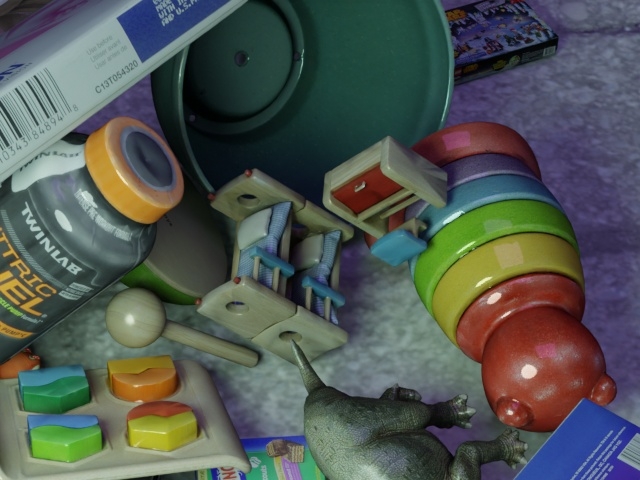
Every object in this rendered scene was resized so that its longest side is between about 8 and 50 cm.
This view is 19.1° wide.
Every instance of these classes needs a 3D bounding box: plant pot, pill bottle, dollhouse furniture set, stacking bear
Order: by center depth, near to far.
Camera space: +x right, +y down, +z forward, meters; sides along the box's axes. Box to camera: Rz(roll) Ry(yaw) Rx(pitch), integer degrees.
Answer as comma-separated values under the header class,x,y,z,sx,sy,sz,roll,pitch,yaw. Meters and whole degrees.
class,x,y,z,sx,sy,sz,roll,pitch,yaw
pill bottle,-0.226,-0.004,1.576,0.130,0.246,0.130,38,32,-29
dollhouse furniture set,0.000,0.000,1.670,0.129,0.184,0.129,30,47,-32
stacking bear,0.167,0.047,1.703,0.175,0.164,0.289,-10,50,-14
plant pot,-0.046,-0.167,1.844,0.293,0.293,0.196,-22,23,-24

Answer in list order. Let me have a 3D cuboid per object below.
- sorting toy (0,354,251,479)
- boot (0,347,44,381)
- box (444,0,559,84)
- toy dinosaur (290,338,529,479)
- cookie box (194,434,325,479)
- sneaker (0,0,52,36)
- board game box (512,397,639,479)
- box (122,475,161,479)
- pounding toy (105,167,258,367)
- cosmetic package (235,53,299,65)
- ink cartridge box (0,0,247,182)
class,x,y,z,sx,sy,sz,roll,pitch,yaw
sorting toy,-0.174,0.142,1.560,0.208,0.038,0.193,-1,21,-14
boot,-0.284,0.103,1.683,0.085,0.059,0.158,-1,52,-9
box,0.177,-0.220,2.066,0.137,0.027,0.094,-19,47,-21
toy dinosaur,0.061,0.178,1.550,0.160,0.121,0.313,-10,57,-46
cookie box,-0.050,0.210,1.593,0.107,0.040,0.091,-3,44,-7
sneaker,-0.300,-0.237,2.039,0.071,0.066,0.188,36,56,8
board game box,0.118,0.307,1.366,0.078,0.233,0.347,29,49,23
box,-0.288,0.230,1.474,0.308,0.076,0.242,4,21,1
pounding toy,-0.176,0.021,1.727,0.110,0.183,0.236,-34,57,22
cosmetic package,-0.114,-0.381,2.082,0.156,0.217,0.385,-20,51,-22
ink cartridge box,-0.271,-0.134,1.648,0.330,0.071,0.324,-5,30,51
